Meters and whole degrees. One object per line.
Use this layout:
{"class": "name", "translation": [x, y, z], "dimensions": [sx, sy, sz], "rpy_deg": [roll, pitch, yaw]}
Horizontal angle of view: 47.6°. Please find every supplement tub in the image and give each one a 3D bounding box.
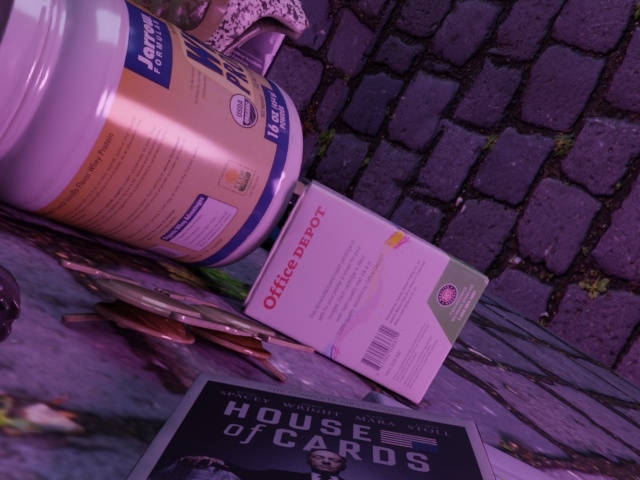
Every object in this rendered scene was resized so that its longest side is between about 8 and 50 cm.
{"class": "supplement tub", "translation": [-0.199, -0.116, 0.732], "dimensions": [0.316, 0.228, 0.228], "rpy_deg": [22, 9, -41]}

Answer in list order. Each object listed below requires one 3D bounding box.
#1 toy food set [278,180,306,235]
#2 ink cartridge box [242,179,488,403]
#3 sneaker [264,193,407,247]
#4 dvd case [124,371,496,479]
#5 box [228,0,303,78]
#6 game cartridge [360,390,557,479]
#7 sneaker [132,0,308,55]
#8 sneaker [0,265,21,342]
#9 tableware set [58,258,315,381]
{"class": "toy food set", "translation": [-0.012, 0.003, 1.145], "dimensions": [0.132, 0.038, 0.192], "rpy_deg": [25, 45, -34]}
{"class": "ink cartridge box", "translation": [0.044, 0.050, 0.780], "dimensions": [0.212, 0.154, 0.093], "rpy_deg": [28, 7, -5]}
{"class": "sneaker", "translation": [0.000, 0.000, 1.275], "dimensions": [0.340, 0.125, 0.139], "rpy_deg": [20, -17, -34]}
{"class": "dvd case", "translation": [0.001, 0.127, 0.342], "dimensions": [0.179, 0.030, 0.239], "rpy_deg": [10, 10, 2]}
{"class": "box", "translation": [-0.243, -0.329, 1.396], "dimensions": [0.212, 0.396, 0.293], "rpy_deg": [25, 8, -21]}
{"class": "game cartridge", "translation": [0.123, 0.200, 0.450], "dimensions": [0.196, 0.060, 0.294], "rpy_deg": [31, 7, -9]}
{"class": "sneaker", "translation": [-0.185, -0.231, 0.865], "dimensions": [0.182, 0.410, 0.158], "rpy_deg": [58, -8, -7]}
{"class": "sneaker", "translation": [-0.253, -0.002, 0.324], "dimensions": [0.234, 0.078, 0.106], "rpy_deg": [18, 15, -47]}
{"class": "tableware set", "translation": [-0.100, 0.071, 0.566], "dimensions": [0.128, 0.039, 0.194], "rpy_deg": [19, -5, 32]}
